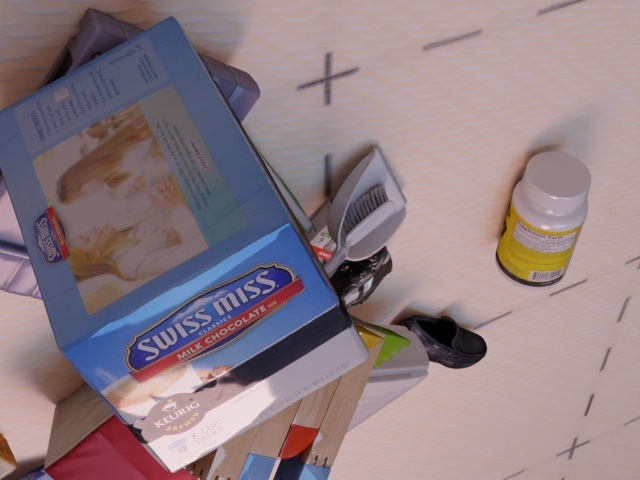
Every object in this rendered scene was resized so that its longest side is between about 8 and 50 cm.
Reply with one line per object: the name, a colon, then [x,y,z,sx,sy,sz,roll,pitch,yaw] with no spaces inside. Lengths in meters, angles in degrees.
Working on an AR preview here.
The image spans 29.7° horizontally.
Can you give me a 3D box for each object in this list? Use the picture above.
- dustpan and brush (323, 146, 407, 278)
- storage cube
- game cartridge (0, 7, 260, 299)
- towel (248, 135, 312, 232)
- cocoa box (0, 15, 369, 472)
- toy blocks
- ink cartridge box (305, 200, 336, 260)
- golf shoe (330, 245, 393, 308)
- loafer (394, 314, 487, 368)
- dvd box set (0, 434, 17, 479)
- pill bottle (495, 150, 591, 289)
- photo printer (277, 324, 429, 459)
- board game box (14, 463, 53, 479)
dustpan and brush: [0.041,-0.007,1.644,0.211,0.060,0.147,-43,141,-8]
storage cube: [-0.239,0.276,1.647,0.184,0.215,0.193,-38,111,7]
game cartridge: [-0.246,-0.071,1.361,0.230,0.068,0.355,20,119,-36]
towel: [-0.190,0.004,1.550,0.325,0.038,0.248,-33,144,2]
cocoa box: [-0.147,-0.005,1.179,0.231,0.347,0.228,-29,137,-2]
toy blocks: [-0.092,0.190,1.501,0.381,0.191,0.261,20,94,-40]
ink cartridge box: [0.000,0.000,1.701,0.115,0.029,0.063,-48,143,17]
golf shoe: [0.029,0.081,1.786,0.198,0.077,0.094,-39,146,9]
loafer: [0.211,0.168,2.037,0.223,0.076,0.078,11,133,-42]
dvd box set: [-0.618,0.278,1.511,0.308,0.062,0.420,-33,146,0]
pill bottle: [0.346,-0.030,1.868,0.119,0.119,0.208,-18,143,-21]
photo printer: [-0.015,0.246,1.877,0.256,0.107,0.307,2,146,-48]
board game box: [-0.450,0.427,1.736,0.201,0.035,0.136,-25,110,-44]
